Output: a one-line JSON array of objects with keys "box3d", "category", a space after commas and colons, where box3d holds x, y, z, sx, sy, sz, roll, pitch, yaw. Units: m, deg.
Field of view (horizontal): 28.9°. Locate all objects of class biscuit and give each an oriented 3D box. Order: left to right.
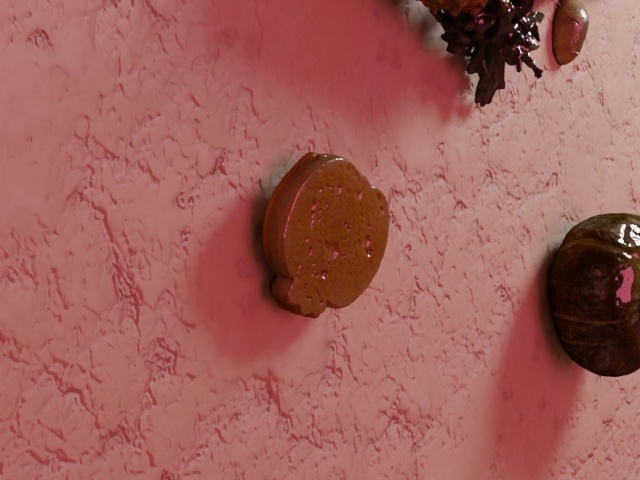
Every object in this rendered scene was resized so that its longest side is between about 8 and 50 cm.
[{"box3d": [-0.003, -0.001, 1.239, 0.170, 0.050, 0.170, -17, 113, -46], "category": "biscuit"}]

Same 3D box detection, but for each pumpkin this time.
[{"box3d": [0.403, 0.064, 1.650, 0.219, 0.162, 0.219, -6, 98, -46], "category": "pumpkin"}]

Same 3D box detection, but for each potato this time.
[{"box3d": [0.331, -0.279, 1.637, 0.037, 0.036, 0.093, 12, 84, -54], "category": "potato"}]

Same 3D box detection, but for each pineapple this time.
[{"box3d": [0.170, -0.274, 1.362, 0.169, 0.169, 0.340, -63, 141, -27], "category": "pineapple"}]
